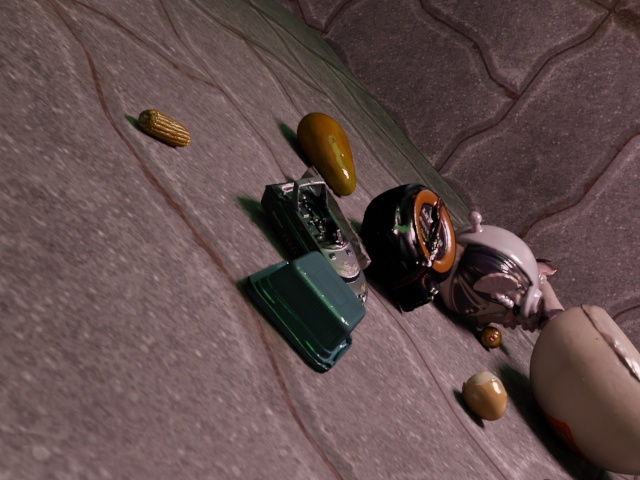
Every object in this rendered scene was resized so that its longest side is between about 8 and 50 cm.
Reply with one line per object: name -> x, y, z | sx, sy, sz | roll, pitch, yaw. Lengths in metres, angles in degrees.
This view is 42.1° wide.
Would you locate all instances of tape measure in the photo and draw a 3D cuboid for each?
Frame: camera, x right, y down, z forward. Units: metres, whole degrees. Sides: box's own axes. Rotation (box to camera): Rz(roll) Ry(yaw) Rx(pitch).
tape measure -> 0.166, 0.001, 1.566 | 0.202, 0.135, 0.223 | 60, 38, -17

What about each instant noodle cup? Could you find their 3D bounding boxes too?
instant noodle cup -> -0.007, 0.081, 1.101 | 0.157, 0.070, 0.179 | 49, 14, 4

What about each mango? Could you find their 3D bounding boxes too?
mango -> 0.018, -0.197, 1.852 | 0.136, 0.099, 0.227 | 37, 24, -54

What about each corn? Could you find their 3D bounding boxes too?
corn -> -0.223, -0.161, 1.203 | 0.037, 0.037, 0.092 | 55, 15, 30

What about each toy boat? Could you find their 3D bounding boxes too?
toy boat -> 0.000, 0.000, 1.277 | 0.093, 0.103, 0.246 | -12, 61, -44

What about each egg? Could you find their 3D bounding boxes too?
egg -> 0.278, 0.262, 1.399 | 0.083, 0.071, 0.071 | 56, 17, 21

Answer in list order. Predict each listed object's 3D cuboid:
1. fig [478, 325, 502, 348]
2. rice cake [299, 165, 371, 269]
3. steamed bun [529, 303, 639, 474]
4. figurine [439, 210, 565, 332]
fig -> 0.374, 0.213, 1.854 | 0.050, 0.050, 0.083 | 44, -4, -7
rice cake -> 0.022, -0.042, 1.530 | 0.270, 0.055, 0.049 | 58, 4, 40
steamed bun -> 0.577, 0.323, 1.719 | 0.374, 0.241, 0.374 | 47, 12, -13
figurine -> 0.389, 0.089, 1.878 | 0.361, 0.253, 0.211 | 25, 64, -47
